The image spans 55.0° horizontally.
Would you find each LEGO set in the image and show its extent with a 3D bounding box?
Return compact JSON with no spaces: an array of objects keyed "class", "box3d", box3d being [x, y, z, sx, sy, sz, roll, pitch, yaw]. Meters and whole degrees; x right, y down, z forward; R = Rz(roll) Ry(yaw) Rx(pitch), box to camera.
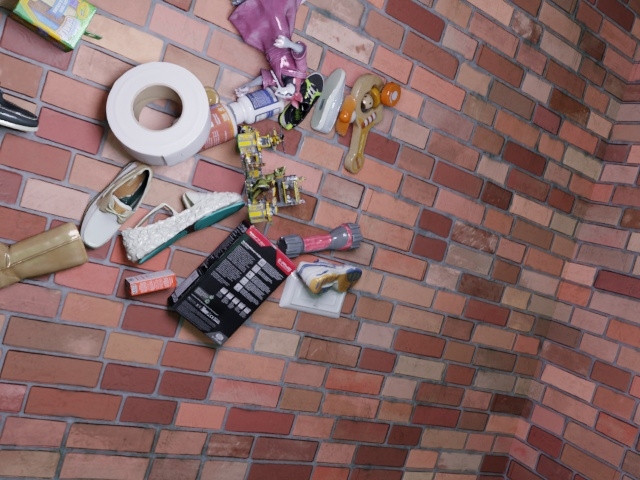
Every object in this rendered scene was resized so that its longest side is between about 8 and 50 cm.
[{"class":"LEGO set","box3d":[-0.144,-0.217,1.967,0.192,0.255,0.331,-8,93,-1]}]

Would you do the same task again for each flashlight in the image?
[{"class":"flashlight","box3d":[0.000,0.000,2.188,0.304,0.103,0.103,-8,105,-30]}]

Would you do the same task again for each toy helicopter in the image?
[{"class":"toy helicopter","box3d":[0.136,-0.404,2.156,0.235,0.140,0.354,-18,126,-48]}]

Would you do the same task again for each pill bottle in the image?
[{"class":"pill bottle","box3d":[-0.375,-0.333,1.886,0.216,0.121,0.121,-28,113,-24]},{"class":"pill bottle","box3d":[-0.211,-0.430,1.979,0.169,0.094,0.094,-25,112,-24]}]

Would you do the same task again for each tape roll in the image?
[{"class":"tape roll","box3d":[-0.458,-0.360,1.763,0.286,0.100,0.286,1,78,-5]}]

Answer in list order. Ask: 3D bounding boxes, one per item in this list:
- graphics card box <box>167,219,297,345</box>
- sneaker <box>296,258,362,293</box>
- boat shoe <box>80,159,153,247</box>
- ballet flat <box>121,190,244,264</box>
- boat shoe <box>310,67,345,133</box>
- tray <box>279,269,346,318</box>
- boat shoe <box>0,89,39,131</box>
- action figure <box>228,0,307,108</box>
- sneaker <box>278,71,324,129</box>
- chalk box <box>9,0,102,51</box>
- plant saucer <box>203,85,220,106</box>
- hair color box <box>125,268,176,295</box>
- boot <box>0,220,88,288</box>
[{"class":"graphics card box","box3d":[-0.287,0.140,2.022,0.371,0.094,0.233,-47,120,-4]},{"class":"sneaker","box3d":[0.036,0.111,2.230,0.296,0.131,0.111,4,122,-54]},{"class":"boat shoe","box3d":[-0.601,-0.107,1.810,0.113,0.103,0.302,35,82,-31]},{"class":"ballet flat","box3d":[-0.430,-0.075,1.909,0.409,0.147,0.146,-31,114,-22]},{"class":"boat shoe","box3d":[0.041,-0.480,2.135,0.081,0.079,0.227,20,95,-41]},{"class":"tray","box3d":[-0.015,0.202,2.265,0.271,0.030,0.145,16,93,-32]},{"class":"boat shoe","box3d":[-0.882,-0.391,1.573,0.340,0.127,0.113,24,99,-23]},{"class":"action figure","box3d":[-0.131,-0.590,1.932,0.276,0.248,0.370,-29,99,-51]},{"class":"sneaker","box3d":[-0.047,-0.462,2.066,0.084,0.097,0.234,37,81,-31]},{"class":"chalk box","box3d":[-0.690,-0.591,1.641,0.213,0.132,0.132,31,83,-30]},{"class":"plant saucer","box3d":[-0.353,-0.443,1.938,0.084,0.015,0.083,-7,104,-29]},{"class":"hair color box","box3d":[-0.529,0.130,1.921,0.141,0.072,0.043,-11,105,-27]},{"class":"boot","box3d":[-0.820,0.002,1.720,0.270,0.089,0.236,-23,121,-25]}]
